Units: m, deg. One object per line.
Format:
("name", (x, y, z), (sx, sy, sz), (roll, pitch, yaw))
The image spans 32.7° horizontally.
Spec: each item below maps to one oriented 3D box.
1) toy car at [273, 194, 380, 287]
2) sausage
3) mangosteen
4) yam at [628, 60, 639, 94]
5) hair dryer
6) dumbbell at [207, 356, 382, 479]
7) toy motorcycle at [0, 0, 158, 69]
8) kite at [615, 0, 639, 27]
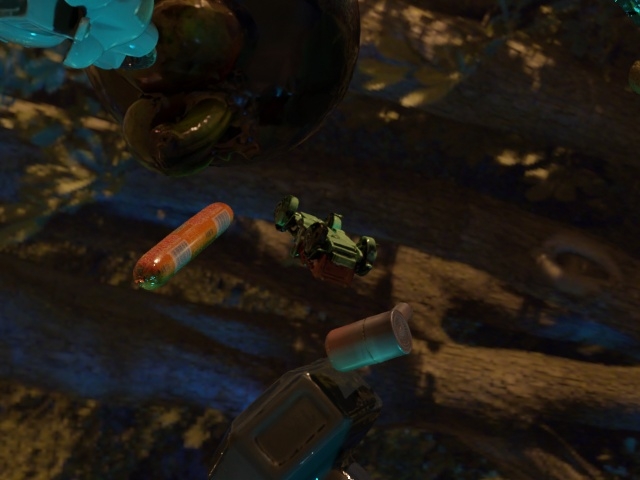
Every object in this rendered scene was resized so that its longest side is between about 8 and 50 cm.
("toy car", (0.000, 0.000, 1.090), (0.054, 0.073, 0.143), (-68, -156, 8))
("sausage", (-0.210, 0.003, 1.713), (0.053, 0.348, 0.053), (6, -70, 15))
("mangosteen", (-0.102, -0.208, 1.150), (0.306, 0.306, 0.359), (-55, -154, 24))
("yam", (0.461, -0.208, 1.489), (0.094, 0.043, 0.043), (39, -70, 37))
("hair dryer", (0.053, 0.073, 0.913), (0.063, 0.114, 0.037), (-20, -85, 25))
("dumbbell", (0.058, 0.251, 0.898), (0.325, 0.160, 0.144), (45, -70, 16))
("toy motorcycle", (-0.233, -0.198, 0.777), (0.182, 0.272, 0.124), (-26, -135, 66))
("kite", (0.336, -0.194, 0.956), (0.152, 0.285, 0.015), (-20, -144, 23))
